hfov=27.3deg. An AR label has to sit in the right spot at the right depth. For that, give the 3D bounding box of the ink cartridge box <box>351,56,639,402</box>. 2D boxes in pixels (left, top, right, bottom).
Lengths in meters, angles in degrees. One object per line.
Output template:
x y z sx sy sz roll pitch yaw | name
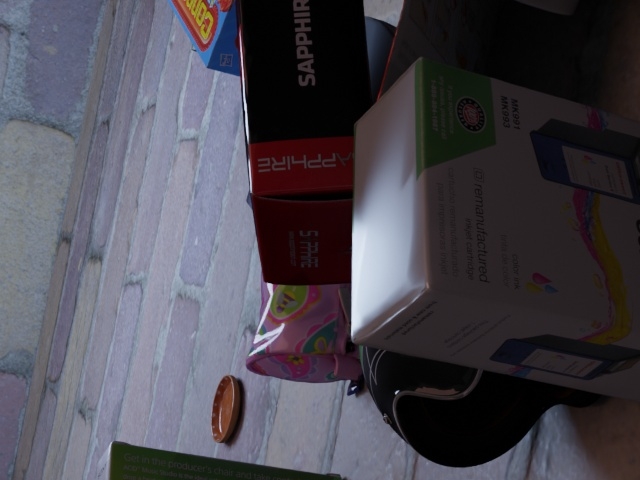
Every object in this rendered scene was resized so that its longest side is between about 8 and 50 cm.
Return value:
0.132 -0.002 0.791 0.093 0.212 0.154 -43 39 52 | ink cartridge box

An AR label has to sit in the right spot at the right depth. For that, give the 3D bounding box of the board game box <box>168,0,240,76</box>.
-0.090 -0.400 1.655 0.302 0.086 0.308 -66 29 23 | board game box

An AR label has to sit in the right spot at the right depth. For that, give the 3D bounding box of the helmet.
0.104 0.065 0.906 0.161 0.169 0.169 -34 47 52 | helmet

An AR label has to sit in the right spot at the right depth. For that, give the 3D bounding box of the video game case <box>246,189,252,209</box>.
-0.020 -0.091 1.510 0.274 0.026 0.196 -131 55 -64 | video game case

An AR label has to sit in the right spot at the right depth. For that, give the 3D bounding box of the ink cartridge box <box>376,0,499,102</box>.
0.077 -0.259 1.016 0.308 0.091 0.385 22 -102 -72 | ink cartridge box

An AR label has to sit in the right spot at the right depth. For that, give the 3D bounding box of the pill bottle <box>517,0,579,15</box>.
0.181 -0.277 0.949 0.117 0.117 0.215 -124 50 -63 | pill bottle

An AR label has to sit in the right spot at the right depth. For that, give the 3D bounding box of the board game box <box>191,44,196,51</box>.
-0.103 -0.363 1.849 0.317 0.046 0.213 -155 78 -69 | board game box

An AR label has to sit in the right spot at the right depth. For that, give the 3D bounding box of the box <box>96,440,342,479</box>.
-0.087 0.345 1.148 0.058 0.232 0.322 130 147 -50 | box

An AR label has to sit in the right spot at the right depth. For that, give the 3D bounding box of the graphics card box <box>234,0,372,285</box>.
-0.017 -0.170 0.997 0.233 0.094 0.370 90 177 -75 | graphics card box

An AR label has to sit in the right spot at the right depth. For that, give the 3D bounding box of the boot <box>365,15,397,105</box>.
0.065 -0.146 1.178 0.095 0.123 0.258 -65 28 14 | boot

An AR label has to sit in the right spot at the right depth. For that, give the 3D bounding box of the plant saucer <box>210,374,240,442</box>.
-0.115 0.206 1.610 0.083 0.013 0.083 -168 90 -71 | plant saucer

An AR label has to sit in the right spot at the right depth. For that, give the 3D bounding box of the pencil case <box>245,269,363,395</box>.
0.000 0.000 1.277 0.124 0.124 0.284 147 131 -63 | pencil case
